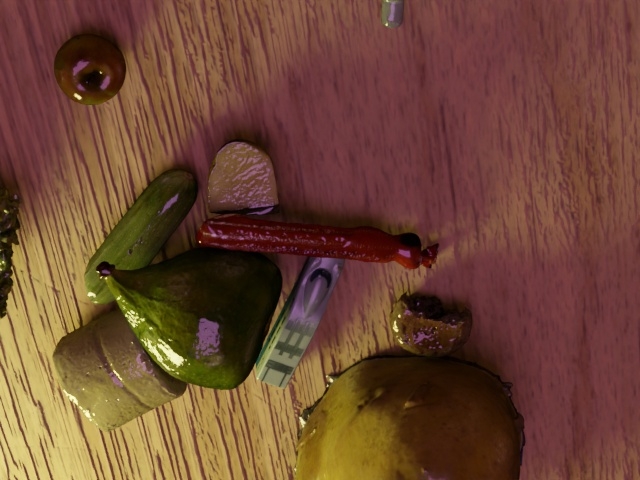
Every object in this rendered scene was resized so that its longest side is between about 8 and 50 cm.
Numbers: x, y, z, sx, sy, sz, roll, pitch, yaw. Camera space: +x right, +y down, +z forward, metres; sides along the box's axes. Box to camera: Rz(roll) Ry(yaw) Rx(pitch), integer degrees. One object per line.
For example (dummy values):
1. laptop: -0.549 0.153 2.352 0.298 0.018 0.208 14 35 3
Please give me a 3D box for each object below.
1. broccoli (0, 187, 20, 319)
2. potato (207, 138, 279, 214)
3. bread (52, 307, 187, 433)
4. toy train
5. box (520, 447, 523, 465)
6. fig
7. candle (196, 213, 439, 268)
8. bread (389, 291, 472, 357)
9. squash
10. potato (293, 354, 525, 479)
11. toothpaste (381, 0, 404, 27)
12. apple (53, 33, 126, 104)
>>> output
1. broccoli: -0.459 0.026 1.794 0.180 0.273 0.242 -18 124 -27
2. potato: -0.099 -0.090 1.802 0.096 0.066 0.103 0 116 -8
3. bread: -0.276 0.175 1.915 0.141 0.134 0.148 -26 105 15
4. toy train: -0.023 0.097 1.912 0.052 0.051 0.234 20 118 -14
5. box: 0.246 0.321 2.020 0.099 0.054 0.074 -1 120 0
6. fig: -0.181 0.086 1.834 0.235 0.203 0.203 17 118 1
7. candle: 0.000 0.000 1.819 0.329 0.048 0.051 5 101 -18
8. bread: 0.148 0.117 1.914 0.113 0.060 0.082 16 118 -5
9. squash: -0.243 -0.003 1.852 0.069 0.069 0.239 33 113 -16
10. potato: 0.090 0.330 1.870 0.397 0.296 0.290 -29 97 20
11. toothpaste: 0.096 -0.377 1.654 0.067 0.037 0.255 6 116 5
12. apple: -0.286 -0.214 1.733 0.089 0.074 0.089 -1 119 -1
